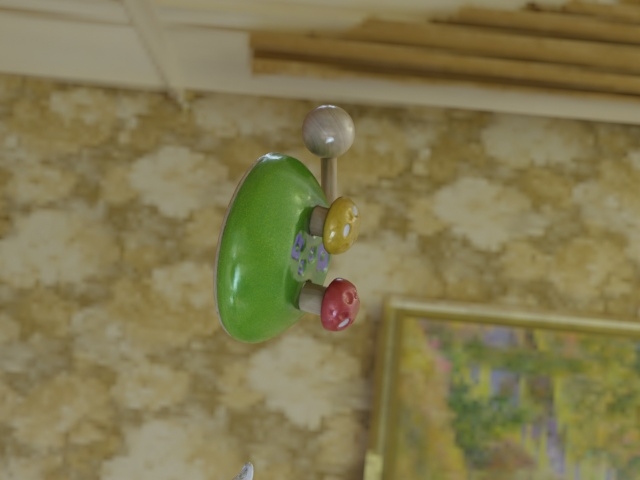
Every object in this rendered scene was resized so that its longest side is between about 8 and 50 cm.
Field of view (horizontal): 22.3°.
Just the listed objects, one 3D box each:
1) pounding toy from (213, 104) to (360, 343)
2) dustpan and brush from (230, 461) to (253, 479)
[{"bbox_3d":[0.000,0.000,1.534,0.237,0.110,0.183,-56,150,-42],"label":"pounding toy"},{"bbox_3d":[-0.119,0.308,1.551,0.147,0.060,0.211,28,-78,59],"label":"dustpan and brush"}]
